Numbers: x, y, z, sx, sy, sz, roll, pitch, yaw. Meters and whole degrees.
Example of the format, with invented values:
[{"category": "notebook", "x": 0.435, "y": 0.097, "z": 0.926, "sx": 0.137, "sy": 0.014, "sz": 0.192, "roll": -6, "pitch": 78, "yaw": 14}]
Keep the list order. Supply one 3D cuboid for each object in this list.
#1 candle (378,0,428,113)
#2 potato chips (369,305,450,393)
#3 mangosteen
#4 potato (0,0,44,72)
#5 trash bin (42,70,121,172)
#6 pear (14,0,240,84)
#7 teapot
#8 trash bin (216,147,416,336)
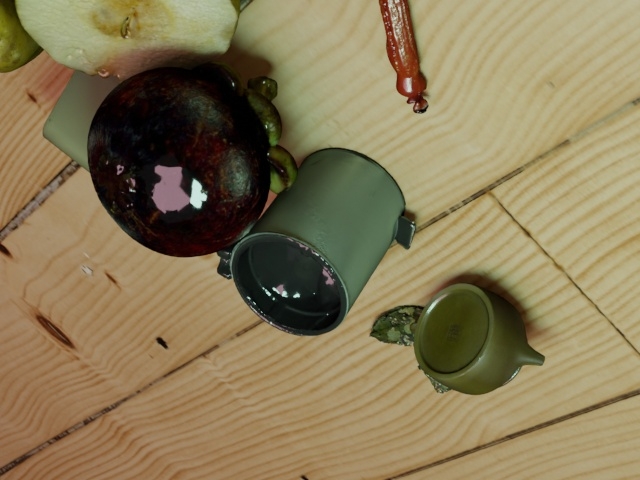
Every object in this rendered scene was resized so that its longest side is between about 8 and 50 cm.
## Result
[{"category": "candle", "x": 0.113, "y": -0.345, "z": 1.705, "sx": 0.051, "sy": 0.048, "sz": 0.329, "roll": -4, "pitch": 126, "yaw": 17}, {"category": "potato chips", "x": 0.203, "y": 0.202, "z": 2.156, "sx": 0.220, "sy": 0.029, "sz": 0.202, "roll": 25, "pitch": 136, "yaw": 6}, {"category": "mangosteen", "x": -0.212, "y": -0.129, "z": 1.803, "sx": 0.330, "sy": 0.330, "sz": 0.330, "roll": 17, "pitch": 135, "yaw": 18}, {"category": "potato", "x": -0.518, "y": -0.388, "z": 1.850, "sx": 0.176, "sy": 0.369, "sz": 0.195, "roll": 26, "pitch": 113, "yaw": -15}, {"category": "trash bin", "x": -0.344, "y": -0.208, "z": 2.014, "sx": 0.247, "sy": 0.121, "sz": 0.243, "roll": 36, "pitch": 109, "yaw": 2}, {"category": "pear", "x": -0.292, "y": -0.417, "z": 1.742, "sx": 0.340, "sy": 0.191, "sz": 0.386, "roll": 11, "pitch": 153, "yaw": -24}, {"category": "teapot", "x": 0.277, "y": 0.185, "z": 1.996, "sx": 0.175, "sy": 0.185, "sz": 0.267, "roll": 30, "pitch": 166, "yaw": -39}, {"category": "trash bin", "x": 0.000, "y": 0.000, "z": 1.923, "sx": 0.277, "sy": 0.262, "sz": 0.217, "roll": 21, "pitch": 135, "yaw": 13}]
